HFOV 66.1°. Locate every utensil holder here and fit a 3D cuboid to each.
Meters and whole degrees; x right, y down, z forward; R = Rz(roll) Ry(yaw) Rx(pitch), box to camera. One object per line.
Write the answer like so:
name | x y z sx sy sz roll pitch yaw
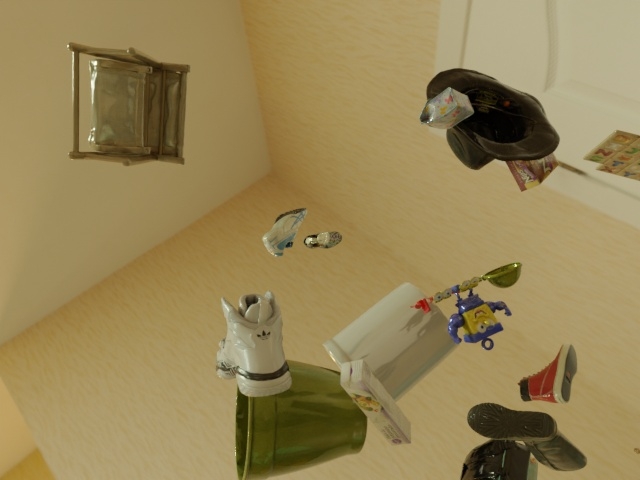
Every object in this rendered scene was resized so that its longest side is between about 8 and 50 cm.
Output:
utensil holder | 0.256 0.381 1.776 0.386 0.327 0.327 -39 -34 -8

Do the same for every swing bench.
swing bench | -0.446 -0.313 1.176 0.255 0.166 0.252 -35 -47 -73

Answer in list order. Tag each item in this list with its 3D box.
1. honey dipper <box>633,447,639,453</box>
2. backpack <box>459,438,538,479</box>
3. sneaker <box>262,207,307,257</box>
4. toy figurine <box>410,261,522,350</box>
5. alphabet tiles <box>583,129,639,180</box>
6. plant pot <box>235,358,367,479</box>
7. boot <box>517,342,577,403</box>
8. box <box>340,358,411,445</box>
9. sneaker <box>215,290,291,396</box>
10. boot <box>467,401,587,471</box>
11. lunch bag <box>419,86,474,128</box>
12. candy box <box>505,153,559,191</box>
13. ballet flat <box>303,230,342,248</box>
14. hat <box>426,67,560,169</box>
honey dipper | 1.025 0.659 1.464 0.031 0.161 0.030 -18 -67 -48
backpack | 0.432 0.584 1.207 0.188 0.145 0.165 -50 11 47
sneaker | -0.104 -0.031 1.536 0.237 0.085 0.086 -53 -54 -51
toy figurine | 0.488 0.228 1.521 0.363 0.217 0.191 -19 -13 -17
alphabet tiles | 0.904 -0.221 1.341 0.342 0.286 0.011 45 -117 -78
plant pot | -0.059 0.518 1.464 0.354 0.366 0.366 4 -57 -14
boot | 0.779 0.455 1.705 0.088 0.176 0.244 53 -129 -15
box | 0.151 0.433 1.296 0.324 0.063 0.067 55 -151 -33
sneaker | -0.171 0.227 1.170 0.138 0.366 0.210 -5 -90 -23
boot | 0.430 0.412 1.025 0.208 0.190 0.075 41 -122 -41
lunch bag | 0.238 -0.249 0.946 0.071 0.053 0.083 1 -26 -45
candy box | 0.508 -0.198 1.187 0.053 0.109 0.187 -26 4 45
ballet flat | 0.000 0.000 1.164 0.041 0.114 0.041 8 -102 -41
hat | 0.365 -0.251 1.123 0.332 0.331 0.133 -29 -27 -35
